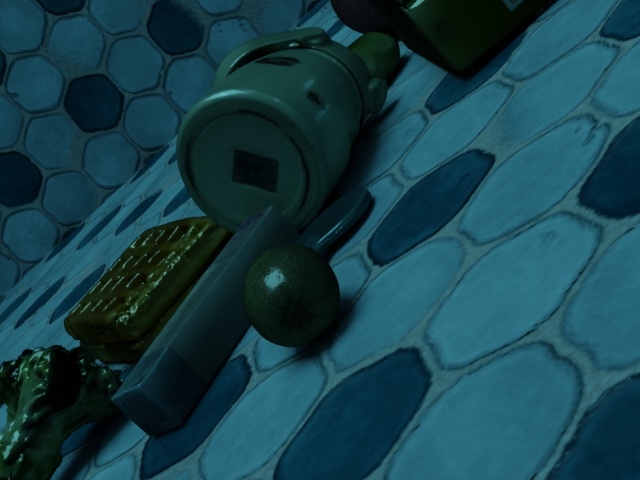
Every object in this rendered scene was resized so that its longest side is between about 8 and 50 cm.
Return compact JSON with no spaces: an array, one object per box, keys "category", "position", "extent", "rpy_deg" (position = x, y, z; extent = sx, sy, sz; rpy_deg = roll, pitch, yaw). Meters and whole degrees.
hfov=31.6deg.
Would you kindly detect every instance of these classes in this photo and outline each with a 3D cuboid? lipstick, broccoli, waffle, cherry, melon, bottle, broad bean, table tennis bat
[{"category":"lipstick","position":[-0.123,0.086,1.318],"extent":[0.066,0.068,0.317],"rpy_deg":[-29,20,45]},{"category":"broccoli","position":[-0.356,0.267,1.360],"extent":[0.165,0.145,0.304],"rpy_deg":[-5,50,52]},{"category":"waffle","position":[-0.239,0.071,1.615],"extent":[0.224,0.098,0.328],"rpy_deg":[-51,16,-21]},{"category":"cherry","position":[0.119,-0.490,2.002],"extent":[0.236,0.213,0.285],"rpy_deg":[-43,3,-32]},{"category":"melon","position":[-0.029,0.052,1.109],"extent":[0.098,0.098,0.130],"rpy_deg":[-42,10,7]},{"category":"bottle","position":[-0.047,-0.171,1.552],"extent":[0.229,0.229,0.351],"rpy_deg":[-34,14,32]},{"category":"broad bean","position":[0.041,-0.258,1.794],"extent":[0.169,0.100,0.228],"rpy_deg":[-24,22,34]},{"category":"table tennis bat","position":[0.000,0.000,1.309],"extent":[0.124,0.033,0.201],"rpy_deg":[-37,14,30]}]

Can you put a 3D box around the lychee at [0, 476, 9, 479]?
[{"category":"lychee","position":[-0.263,0.289,0.764],"extent":[0.304,0.275,0.276],"rpy_deg":[-23,-2,-40]}]

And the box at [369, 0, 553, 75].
[{"category":"box","position":[0.257,-0.419,1.592],"extent":[0.373,0.138,0.420],"rpy_deg":[-42,16,7]}]
